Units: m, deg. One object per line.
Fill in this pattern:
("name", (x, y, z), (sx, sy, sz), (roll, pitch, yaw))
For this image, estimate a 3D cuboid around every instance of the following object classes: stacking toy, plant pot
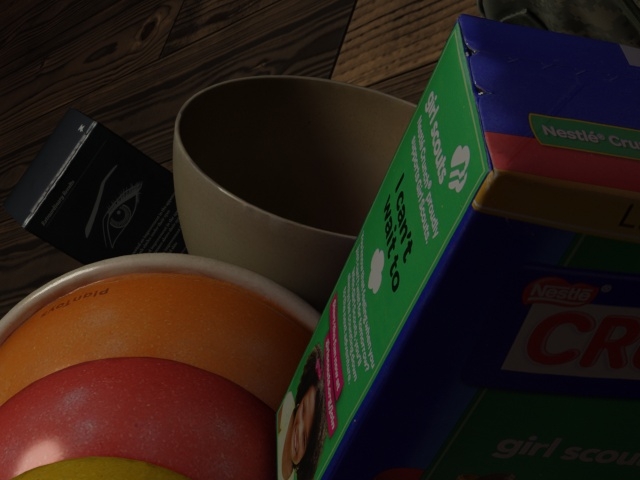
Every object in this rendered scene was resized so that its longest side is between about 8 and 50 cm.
("stacking toy", (-0.131, 0.224, 0.668), (0.350, 0.350, 0.480), (-45, 6, 12))
("plant pot", (0.000, 0.000, 0.974), (0.284, 0.284, 0.191), (-111, 29, -53))

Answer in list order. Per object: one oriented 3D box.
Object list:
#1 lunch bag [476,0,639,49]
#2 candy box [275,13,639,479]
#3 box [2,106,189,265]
("lunch bag", (0.281, -0.296, 0.909), (0.256, 0.212, 0.305), (4, 62, 52))
("candy box", (0.143, 0.061, 0.585), (0.122, 0.268, 0.317), (-97, 21, -46))
("box", (-0.253, -0.041, 1.341), (0.153, 0.207, 0.108), (-55, 33, -3))
